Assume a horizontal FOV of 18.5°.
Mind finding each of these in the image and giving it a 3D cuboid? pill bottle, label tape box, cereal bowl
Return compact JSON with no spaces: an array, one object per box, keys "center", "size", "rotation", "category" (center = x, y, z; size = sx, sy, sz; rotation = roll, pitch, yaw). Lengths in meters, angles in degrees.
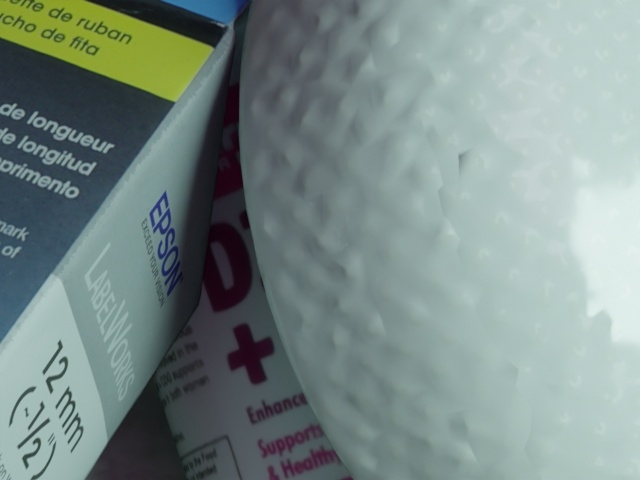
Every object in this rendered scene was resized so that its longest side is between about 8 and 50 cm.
[{"center":[0.000,0.000,0.779],"size":[0.160,0.160,0.283],"rotation":[-16,81,-22],"category":"pill bottle"},{"center":[-0.180,-0.003,0.679],"size":[0.249,0.115,0.348],"rotation":[20,55,20],"category":"label tape box"},{"center":[0.142,-0.031,0.693],"size":[0.339,0.141,0.339],"rotation":[14,67,-38],"category":"cereal bowl"}]
